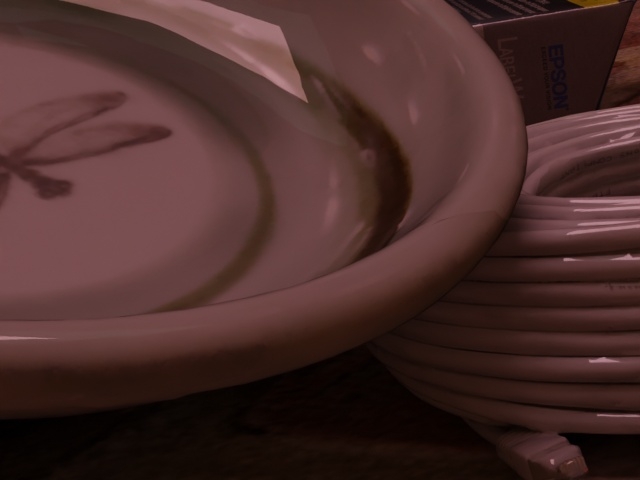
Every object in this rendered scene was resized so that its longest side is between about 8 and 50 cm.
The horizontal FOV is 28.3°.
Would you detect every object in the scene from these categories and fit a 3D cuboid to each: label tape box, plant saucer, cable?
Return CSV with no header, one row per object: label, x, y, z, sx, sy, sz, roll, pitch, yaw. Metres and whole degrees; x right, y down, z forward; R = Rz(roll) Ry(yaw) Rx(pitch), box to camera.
label tape box,0.129,-0.140,1.018,0.333,0.106,0.241,-9,15,2
plant saucer,-0.129,-0.047,0.472,0.400,0.101,0.400,10,32,-7
cable,0.138,0.001,0.537,0.257,0.089,0.257,-17,17,-25

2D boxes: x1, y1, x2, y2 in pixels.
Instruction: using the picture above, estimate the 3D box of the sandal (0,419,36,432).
sandal,-0.081,0.025,0.596,0.254,0.055,0.097,-22,24,-16
